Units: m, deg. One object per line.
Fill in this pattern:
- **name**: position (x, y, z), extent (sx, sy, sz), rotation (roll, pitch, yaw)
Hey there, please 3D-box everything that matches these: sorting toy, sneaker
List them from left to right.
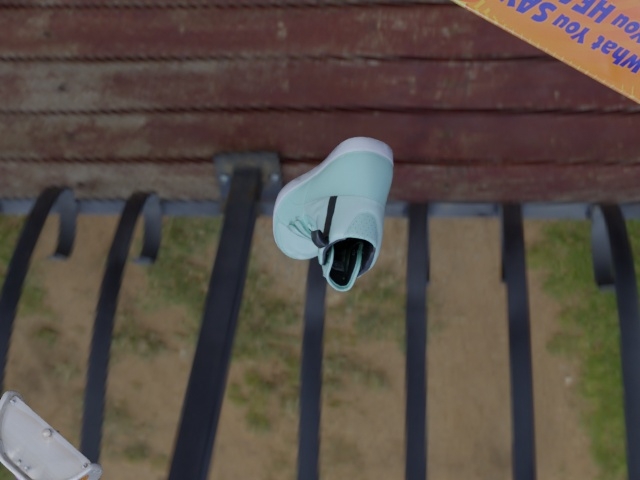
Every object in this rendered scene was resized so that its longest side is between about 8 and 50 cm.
- **sorting toy**: position (-0.183, 0.149, 0.919), extent (0.083, 0.045, 0.075), rotation (37, 175, 20)
- **sneaker**: position (0.000, 0.000, 1.564), extent (0.094, 0.151, 0.256), rotation (17, 150, -16)

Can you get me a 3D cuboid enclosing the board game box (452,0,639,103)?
- **board game box**: position (0.333, -0.334, 1.199), extent (0.356, 0.356, 0.356), rotation (30, 112, 7)
